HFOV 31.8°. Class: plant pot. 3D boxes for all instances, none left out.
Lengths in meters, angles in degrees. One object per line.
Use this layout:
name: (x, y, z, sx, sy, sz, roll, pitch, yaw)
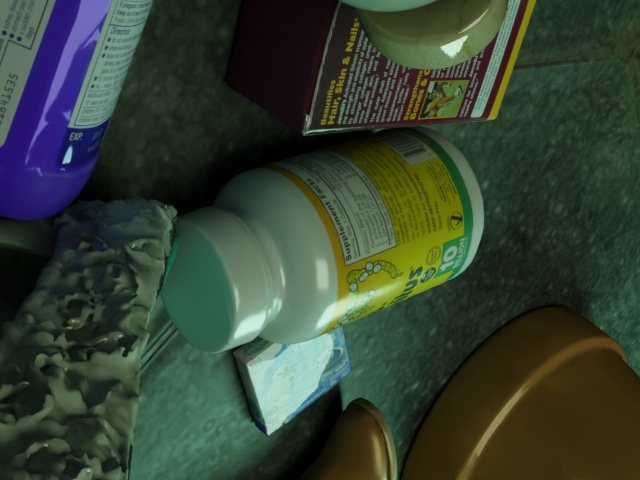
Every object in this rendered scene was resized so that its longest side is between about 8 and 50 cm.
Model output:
plant pot: (0.249, 0.240, 1.116, 0.290, 0.203, 0.291, -27, 135, -31)

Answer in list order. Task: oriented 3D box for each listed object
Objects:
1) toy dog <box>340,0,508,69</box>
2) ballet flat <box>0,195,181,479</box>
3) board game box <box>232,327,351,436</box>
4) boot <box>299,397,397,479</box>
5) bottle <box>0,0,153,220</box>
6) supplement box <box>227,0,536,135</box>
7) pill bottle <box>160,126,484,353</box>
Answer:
toy dog: (0.033, -0.245, 0.566, 0.220, 0.160, 0.334, 84, 18, -57)
ballet flat: (-0.141, 0.053, 0.502, 0.146, 0.409, 0.147, -1, 108, -4)
board game box: (-0.020, 0.095, 0.871, 0.090, 0.020, 0.090, -36, 137, -23)
boot: (-0.021, 0.229, 0.930, 0.152, 0.073, 0.197, -7, 119, -39)
bottle: (-0.108, -0.153, 0.512, 0.092, 0.118, 0.283, 21, 107, -10)
supplement box: (0.043, -0.134, 0.721, 0.188, 0.080, 0.104, -9, 123, -43)
pill bottle: (0.000, 0.000, 0.744, 0.208, 0.117, 0.118, -20, 130, -38)
